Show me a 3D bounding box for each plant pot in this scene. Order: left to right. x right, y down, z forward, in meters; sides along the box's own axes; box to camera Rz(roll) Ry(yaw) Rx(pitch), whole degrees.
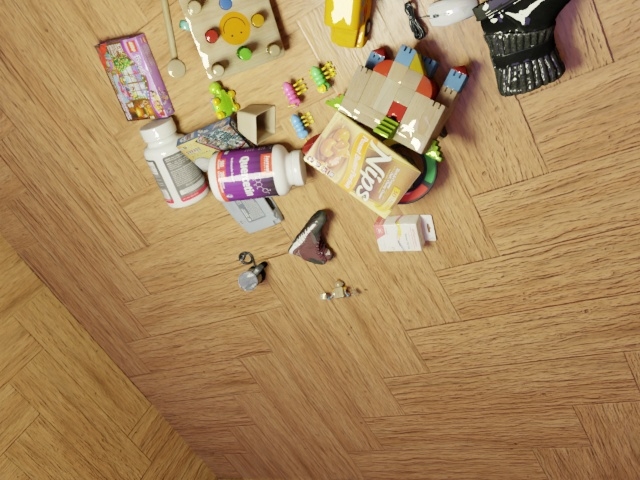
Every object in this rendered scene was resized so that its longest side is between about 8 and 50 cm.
[{"bbox_3d":[-0.227,-0.411,1.841,0.096,0.109,0.109,23,132,24],"label":"plant pot"}]

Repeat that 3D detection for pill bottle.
[{"bbox_3d":[-0.564,-0.299,2.038,0.176,0.176,0.319,-1,123,27],"label":"pill bottle"},{"bbox_3d":[-0.219,-0.239,1.881,0.322,0.181,0.182,-6,123,9],"label":"pill bottle"}]

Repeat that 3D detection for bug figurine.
[{"bbox_3d":[-0.019,-0.444,1.729,0.279,0.072,0.216,-16,116,35],"label":"bug figurine"}]

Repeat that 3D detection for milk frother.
[{"bbox_3d":[-0.308,0.127,2.260,0.143,0.135,0.129,24,101,5],"label":"milk frother"}]

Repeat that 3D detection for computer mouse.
[{"bbox_3d":[0.327,-0.617,1.446,0.193,0.042,0.106,-6,120,30],"label":"computer mouse"}]

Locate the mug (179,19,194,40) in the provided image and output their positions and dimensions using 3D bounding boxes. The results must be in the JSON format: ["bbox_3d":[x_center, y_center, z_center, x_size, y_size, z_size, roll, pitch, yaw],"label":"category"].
[{"bbox_3d":[-0.351,-0.667,1.687,0.129,0.097,0.158,-41,118,7],"label":"mug"}]

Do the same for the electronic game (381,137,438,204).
[{"bbox_3d":[0.259,-0.229,1.704,0.229,0.048,0.229,0,90,16],"label":"electronic game"}]

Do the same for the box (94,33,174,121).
[{"bbox_3d":[-0.680,-0.591,1.955,0.200,0.057,0.293,0,124,26],"label":"box"}]

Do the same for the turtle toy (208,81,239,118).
[{"bbox_3d":[-0.346,-0.488,1.855,0.066,0.095,0.130,14,131,44],"label":"turtle toy"}]

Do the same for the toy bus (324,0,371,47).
[{"bbox_3d":[0.081,-0.695,1.450,0.108,0.130,0.333,16,130,15],"label":"toy bus"}]

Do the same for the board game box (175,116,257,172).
[{"bbox_3d":[-0.377,-0.344,1.937,0.243,0.042,0.165,-15,143,25],"label":"board game box"}]

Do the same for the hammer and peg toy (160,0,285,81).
[{"bbox_3d":[-0.311,-0.623,1.588,0.361,0.127,0.266,-21,119,-6],"label":"hammer and peg toy"}]

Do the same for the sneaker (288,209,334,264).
[{"bbox_3d":[0.000,0.000,2.048,0.162,0.106,0.281,34,143,-7],"label":"sneaker"}]

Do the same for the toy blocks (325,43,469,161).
[{"bbox_3d":[0.239,-0.431,1.532,0.381,0.190,0.261,32,110,18],"label":"toy blocks"}]

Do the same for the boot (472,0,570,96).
[{"bbox_3d":[0.574,-0.531,1.326,0.348,0.131,0.260,-12,112,45],"label":"boot"}]

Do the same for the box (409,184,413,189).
[{"bbox_3d":[0.162,-0.236,1.801,0.323,0.067,0.063,15,129,15],"label":"box"}]

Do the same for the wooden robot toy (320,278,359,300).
[{"bbox_3d":[0.077,0.198,2.187,0.173,0.076,0.079,-13,83,33],"label":"wooden robot toy"}]

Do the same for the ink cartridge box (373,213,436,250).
[{"bbox_3d":[0.300,-0.026,1.889,0.198,0.067,0.115,-2,123,27],"label":"ink cartridge box"}]

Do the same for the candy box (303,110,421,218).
[{"bbox_3d":[0.130,-0.235,1.646,0.316,0.087,0.183,36,107,-1],"label":"candy box"}]

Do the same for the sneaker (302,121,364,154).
[{"bbox_3d":[0.060,-0.297,1.758,0.221,0.087,0.128,-12,140,22],"label":"sneaker"}]

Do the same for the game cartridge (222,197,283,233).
[{"bbox_3d":[-0.299,-0.172,2.087,0.198,0.062,0.297,-15,117,38],"label":"game cartridge"}]

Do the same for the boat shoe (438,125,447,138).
[{"bbox_3d":[0.346,-0.377,1.609,0.049,0.056,0.152,-21,113,42],"label":"boat shoe"}]
